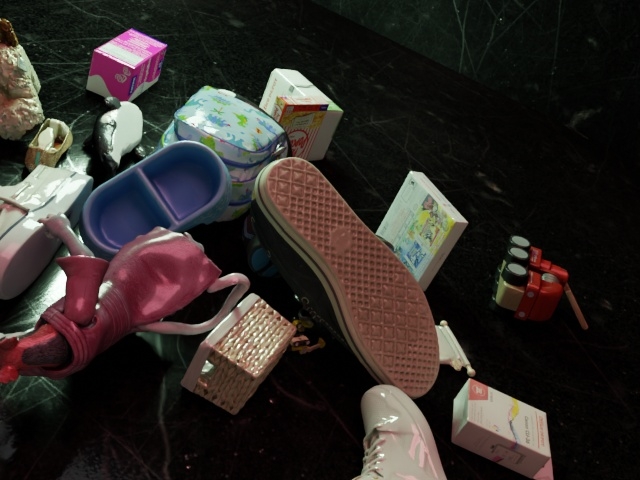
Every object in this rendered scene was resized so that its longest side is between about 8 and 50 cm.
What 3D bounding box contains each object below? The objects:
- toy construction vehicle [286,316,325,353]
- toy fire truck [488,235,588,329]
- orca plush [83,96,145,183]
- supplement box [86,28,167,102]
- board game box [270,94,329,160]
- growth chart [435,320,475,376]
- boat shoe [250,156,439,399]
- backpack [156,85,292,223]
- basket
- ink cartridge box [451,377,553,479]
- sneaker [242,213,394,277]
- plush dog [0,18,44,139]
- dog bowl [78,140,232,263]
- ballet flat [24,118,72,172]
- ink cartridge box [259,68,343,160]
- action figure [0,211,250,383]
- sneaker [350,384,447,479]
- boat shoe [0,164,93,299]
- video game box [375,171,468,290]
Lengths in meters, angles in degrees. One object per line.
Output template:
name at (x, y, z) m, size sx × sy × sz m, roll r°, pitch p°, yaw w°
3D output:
toy construction vehicle at (-0.050, 0.173, 1.232) m, size 0.098 × 0.035 × 0.086 m, roll -2°, pitch 30°, yaw -39°
toy fire truck at (0.538, 0.128, 1.602) m, size 0.246 × 0.158 × 0.217 m, roll 19°, pitch 31°, yaw 10°
orca plush at (-0.466, -0.209, 1.478) m, size 0.151 × 0.102 × 0.287 m, roll 57°, pitch 17°, yaw -47°
supplement box at (-0.499, -0.452, 1.744) m, size 0.114 × 0.111 × 0.220 m, roll 25°, pitch 33°, yaw -2°
board game box at (-0.075, -0.271, 1.691) m, size 0.147 × 0.193 × 0.045 m, roll -12°, pitch 48°, yaw -43°
growth chart at (0.186, 0.195, 1.361) m, size 0.237 × 0.021 × 0.172 m, roll 10°, pitch 35°, yaw -22°
boat shoe at (0.041, 0.076, 1.245) m, size 0.187 × 0.156 × 0.500 m, roll -38°, pitch 91°, yaw -31°
backpack at (-0.221, -0.190, 1.463) m, size 0.290 × 0.273 × 0.355 m, roll 32°, pitch 45°, yaw -3°
basket at (-0.127, 0.184, 1.088) m, size 0.103 × 0.113 × 0.167 m, roll 34°, pitch 33°, yaw 7°
ink cartridge box at (0.341, 0.343, 1.209) m, size 0.198 × 0.067 × 0.115 m, roll 25°, pitch 32°, yaw -1°
sneaker at (0.000, 0.000, 1.420) m, size 0.341 × 0.125 × 0.139 m, roll 7°, pitch 35°, yaw -28°
plush dog at (-0.716, -0.330, 1.386) m, size 0.225 × 0.210 × 0.262 m, roll -18°, pitch 44°, yaw -12°
dog bowl at (-0.295, -0.072, 1.216) m, size 0.297 × 0.074 × 0.166 m, roll -34°, pitch 89°, yaw -16°
ballet flat at (-0.559, -0.212, 1.402) m, size 0.073 × 0.067 × 0.206 m, roll 12°, pitch 34°, yaw -17°
ink cartridge box at (-0.061, -0.345, 1.837) m, size 0.093 × 0.160 × 0.219 m, roll -9°, pitch 46°, yaw -43°
action figure at (-0.318, 0.120, 0.961) m, size 0.276 × 0.248 × 0.370 m, roll 34°, pitch 26°, yaw 3°
sneaker at (0.088, 0.339, 1.011) m, size 0.169 × 0.108 × 0.292 m, roll 7°, pitch 38°, yaw -31°
boat shoe at (-0.516, -0.041, 1.126) m, size 0.157 × 0.135 × 0.367 m, roll 20°, pitch 30°, yaw -8°
video game box at (0.220, -0.021, 1.521) m, size 0.048 × 0.205 × 0.187 m, roll 2°, pitch 39°, yaw -34°
